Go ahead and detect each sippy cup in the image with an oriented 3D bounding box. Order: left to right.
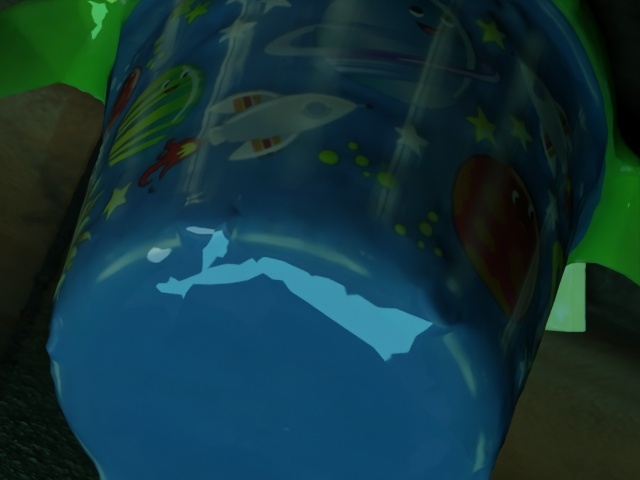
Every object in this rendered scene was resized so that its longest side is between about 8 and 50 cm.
[{"bbox_3d":[0.000,0.000,0.598,0.305,0.224,0.240,-10,122,20],"label":"sippy cup"}]

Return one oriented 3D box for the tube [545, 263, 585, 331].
[{"bbox_3d":[0.019,0.009,0.772,0.240,0.062,0.070,4,178,12],"label":"tube"}]
